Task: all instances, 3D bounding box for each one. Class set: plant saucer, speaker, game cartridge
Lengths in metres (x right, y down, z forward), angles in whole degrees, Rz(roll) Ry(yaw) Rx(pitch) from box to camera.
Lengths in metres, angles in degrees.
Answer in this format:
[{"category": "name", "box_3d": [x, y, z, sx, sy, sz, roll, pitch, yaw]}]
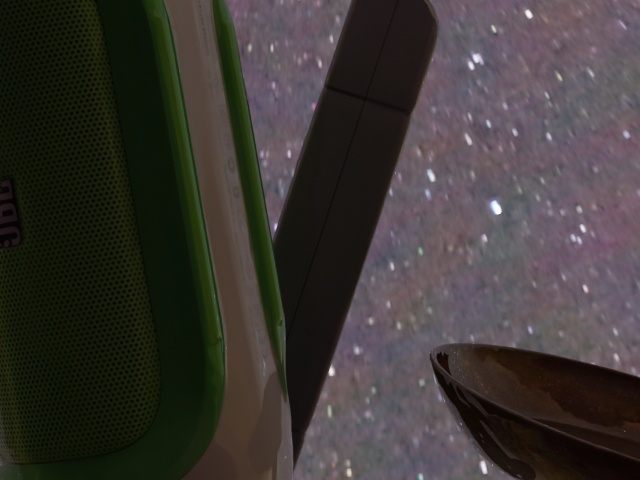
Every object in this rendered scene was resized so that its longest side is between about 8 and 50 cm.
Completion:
[{"category": "plant saucer", "box_3d": [0.140, 0.093, 0.662, 0.199, 0.198, 0.036, 15, -83, -8]}, {"category": "speaker", "box_3d": [-0.090, -0.015, 0.607, 0.131, 0.131, 0.296, -10, -89, 2]}, {"category": "game cartridge", "box_3d": [0.000, 0.000, 0.843, 0.062, 0.198, 0.297, 18, -81, -5]}]
